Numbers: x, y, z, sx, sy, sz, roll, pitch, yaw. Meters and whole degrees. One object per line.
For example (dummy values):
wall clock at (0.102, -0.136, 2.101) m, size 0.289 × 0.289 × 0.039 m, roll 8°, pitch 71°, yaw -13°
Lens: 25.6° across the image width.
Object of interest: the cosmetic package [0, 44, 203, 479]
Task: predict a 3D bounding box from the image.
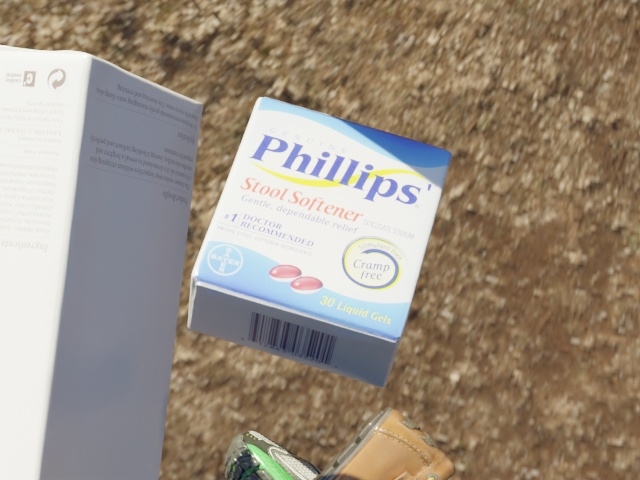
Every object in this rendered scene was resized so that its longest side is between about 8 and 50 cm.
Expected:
cosmetic package at (-0.227, 0.048, 1.176) m, size 0.156 × 0.217 × 0.385 m, roll 7°, pitch 85°, yaw 21°

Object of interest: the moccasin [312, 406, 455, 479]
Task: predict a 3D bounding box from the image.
moccasin at (0.002, 0.372, 1.657) m, size 0.147 × 0.139 × 0.380 m, roll 44°, pitch 88°, yaw 4°

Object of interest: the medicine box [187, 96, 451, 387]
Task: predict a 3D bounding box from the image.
medicine box at (0.000, 0.000, 1.776) m, size 0.263 × 0.289 × 0.149 m, roll 16°, pitch 150°, yaw 2°

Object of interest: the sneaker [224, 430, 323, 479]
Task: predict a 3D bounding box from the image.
sneaker at (0.019, 0.363, 1.914) m, size 0.343 × 0.146 × 0.134 m, roll 36°, pitch 145°, yaw -11°
